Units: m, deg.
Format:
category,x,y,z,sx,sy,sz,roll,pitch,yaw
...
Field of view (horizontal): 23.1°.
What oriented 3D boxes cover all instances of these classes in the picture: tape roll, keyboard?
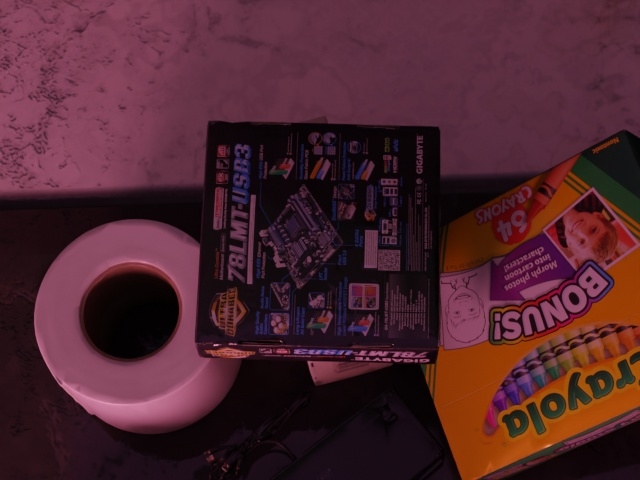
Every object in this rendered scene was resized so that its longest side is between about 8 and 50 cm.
category,x,y,z,sx,sy,sz,roll,pitch,yaw
tape roll,-0.229,0.113,2.014,0.246,0.169,0.246,-2,71,5
keyboard,-0.019,0.298,2.004,0.317,0.033,0.201,-37,78,-9

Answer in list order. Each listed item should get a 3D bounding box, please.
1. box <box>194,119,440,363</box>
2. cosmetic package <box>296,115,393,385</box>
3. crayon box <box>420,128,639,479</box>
category,x,y,z,sx,sy,sz,roll,pitch,yaw
box,0.000,0.000,1.917,0.293,0.073,0.295,0,70,2
cosmetic package,0.000,0.016,2.034,0.113,0.160,0.309,-15,71,-1
crayon box,0.293,0.089,1.930,0.363,0.106,0.313,-29,67,25
